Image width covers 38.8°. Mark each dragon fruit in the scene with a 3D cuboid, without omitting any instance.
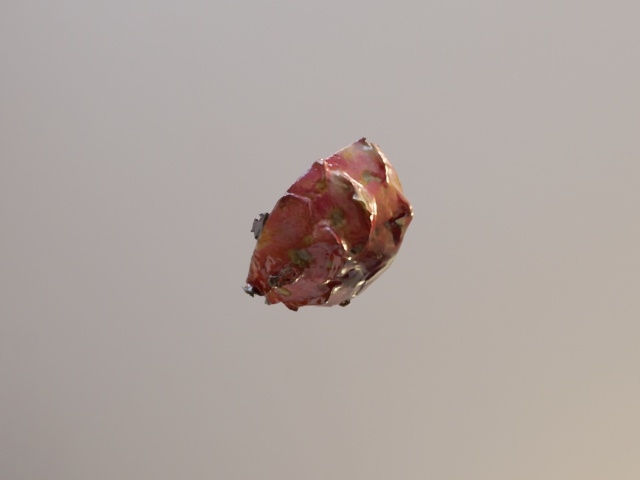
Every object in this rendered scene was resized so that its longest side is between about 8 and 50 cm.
[{"bbox_3d":[0.004,0.006,1.154,0.126,0.161,0.274,44,-71,28],"label":"dragon fruit"}]
